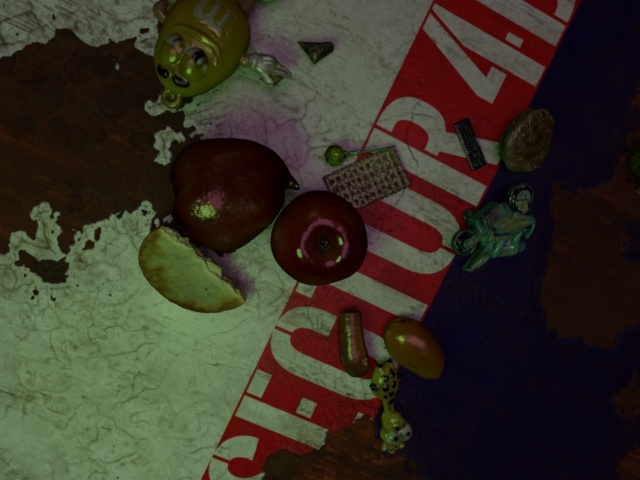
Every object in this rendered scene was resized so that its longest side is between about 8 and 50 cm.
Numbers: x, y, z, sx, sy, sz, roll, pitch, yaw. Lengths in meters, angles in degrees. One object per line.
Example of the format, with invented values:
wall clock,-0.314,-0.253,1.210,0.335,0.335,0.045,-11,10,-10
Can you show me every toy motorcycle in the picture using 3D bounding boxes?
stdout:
toy motorcycle,0.525,-0.027,1.204,0.297,0.109,0.198,-34,107,-4

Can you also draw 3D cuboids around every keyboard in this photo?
keyboard,0.449,-0.287,1.214,0.053,0.010,0.155,-26,96,-5

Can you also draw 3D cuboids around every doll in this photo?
doll,0.208,0.499,1.212,0.117,0.086,0.290,-12,96,-25
doll,-0.255,-0.556,1.056,0.349,0.161,0.422,-4,89,-10

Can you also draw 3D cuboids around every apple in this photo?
apple,0.000,0.000,1.089,0.261,0.216,0.260,-1,97,-9

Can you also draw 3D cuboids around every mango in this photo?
mango,0.282,0.326,1.198,0.141,0.102,0.217,-38,95,4

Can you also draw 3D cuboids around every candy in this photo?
candy,0.107,-0.252,1.163,0.194,0.058,0.062,-10,135,-7

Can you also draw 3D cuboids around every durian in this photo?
durian,1.023,-0.241,1.239,0.147,0.102,0.207,7,117,-4

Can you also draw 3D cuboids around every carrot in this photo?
carrot,0.092,0.301,1.189,0.087,0.087,0.193,-12,93,-5

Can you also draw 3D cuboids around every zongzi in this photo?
zongzi,-0.012,-0.548,1.141,0.076,0.040,0.083,-36,79,-9

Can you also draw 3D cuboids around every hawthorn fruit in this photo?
hawthorn fruit,-0.237,-0.128,1.032,0.311,0.295,0.295,-43,97,2

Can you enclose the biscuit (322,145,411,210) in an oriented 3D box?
biscuit,0.137,-0.171,1.189,0.232,0.016,0.138,-25,96,-4

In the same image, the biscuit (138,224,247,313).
biscuit,-0.364,0.098,1.098,0.205,0.040,0.309,-30,118,25

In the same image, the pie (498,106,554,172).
pie,0.612,-0.291,1.198,0.163,0.079,0.193,42,90,-15
